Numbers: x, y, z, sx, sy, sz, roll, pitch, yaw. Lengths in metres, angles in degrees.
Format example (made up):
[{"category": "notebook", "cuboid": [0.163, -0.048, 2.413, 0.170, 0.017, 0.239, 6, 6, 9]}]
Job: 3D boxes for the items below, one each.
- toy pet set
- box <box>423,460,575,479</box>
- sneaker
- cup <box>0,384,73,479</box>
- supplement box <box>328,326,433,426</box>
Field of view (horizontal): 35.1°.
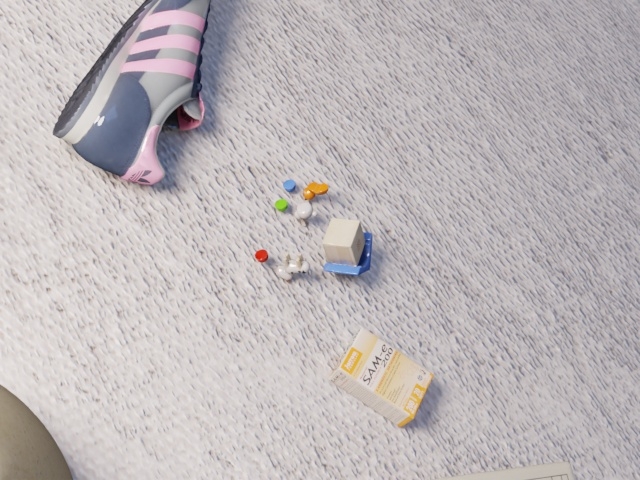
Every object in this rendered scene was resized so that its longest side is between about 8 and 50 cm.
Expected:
[{"category": "toy pet set", "cuboid": [0.000, 0.000, 1.160, 0.114, 0.065, 0.122, 6, 53, 20]}, {"category": "box", "cuboid": [0.142, 0.317, 1.004, 0.232, 0.127, 0.149, -2, 66, -23]}, {"category": "sneaker", "cuboid": [-0.177, -0.198, 1.160, 0.131, 0.112, 0.319, 39, 58, -20]}, {"category": "cup", "cuboid": [-0.342, 0.219, 0.781, 0.331, 0.237, 0.331, 8, 61, -15]}, {"category": "supplement box", "cuboid": [0.067, 0.150, 1.111, 0.098, 0.036, 0.062, 33, 56, -4]}]
